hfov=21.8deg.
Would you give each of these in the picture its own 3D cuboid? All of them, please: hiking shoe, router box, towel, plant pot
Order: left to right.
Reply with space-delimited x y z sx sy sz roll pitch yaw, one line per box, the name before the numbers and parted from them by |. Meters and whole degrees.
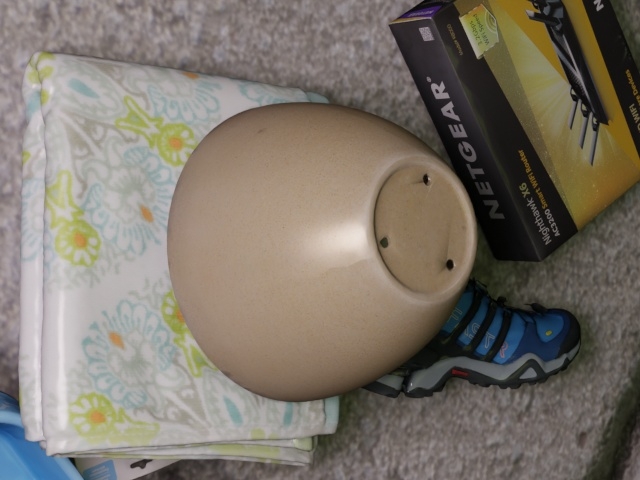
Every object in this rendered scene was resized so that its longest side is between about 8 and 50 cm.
towel | -0.125 0.023 1.560 0.320 0.090 0.374 6 78 -38
plant pot | 0.031 0.000 1.510 0.284 0.191 0.284 8 78 -39
hiking shoe | 0.166 0.088 1.795 0.304 0.113 0.132 -6 104 -35
router box | 0.241 -0.167 1.867 0.243 0.081 0.309 -37 111 -28

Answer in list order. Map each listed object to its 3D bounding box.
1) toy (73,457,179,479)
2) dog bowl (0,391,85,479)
toy | -0.184 0.117 1.596 0.137 0.056 0.237 -19 102 -31
dog bowl | -0.271 0.270 1.524 0.166 0.074 0.297 -43 113 -24
